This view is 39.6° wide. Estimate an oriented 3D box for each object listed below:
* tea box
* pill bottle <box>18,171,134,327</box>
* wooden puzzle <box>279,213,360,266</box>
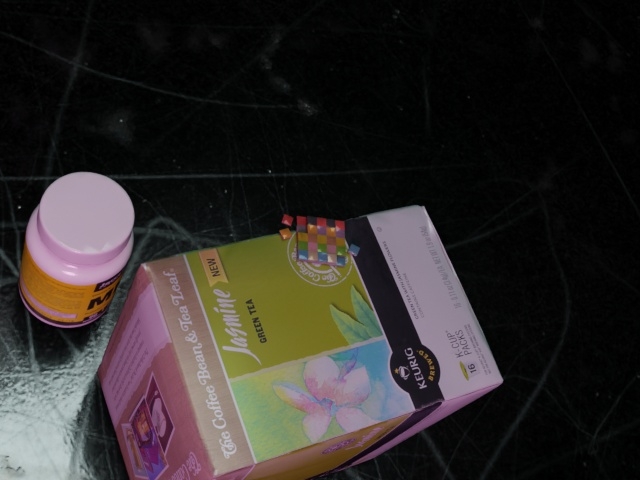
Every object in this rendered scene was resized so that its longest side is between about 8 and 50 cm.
[{"bbox_3d":[-0.045,0.150,0.981,0.324,0.329,0.219,-13,70,-28],"label":"tea box"},{"bbox_3d":[-0.281,0.013,1.024,0.119,0.208,0.119,9,63,-18],"label":"pill bottle"},{"bbox_3d":[0.000,0.000,0.877,0.083,0.006,0.049,7,60,-17],"label":"wooden puzzle"}]
